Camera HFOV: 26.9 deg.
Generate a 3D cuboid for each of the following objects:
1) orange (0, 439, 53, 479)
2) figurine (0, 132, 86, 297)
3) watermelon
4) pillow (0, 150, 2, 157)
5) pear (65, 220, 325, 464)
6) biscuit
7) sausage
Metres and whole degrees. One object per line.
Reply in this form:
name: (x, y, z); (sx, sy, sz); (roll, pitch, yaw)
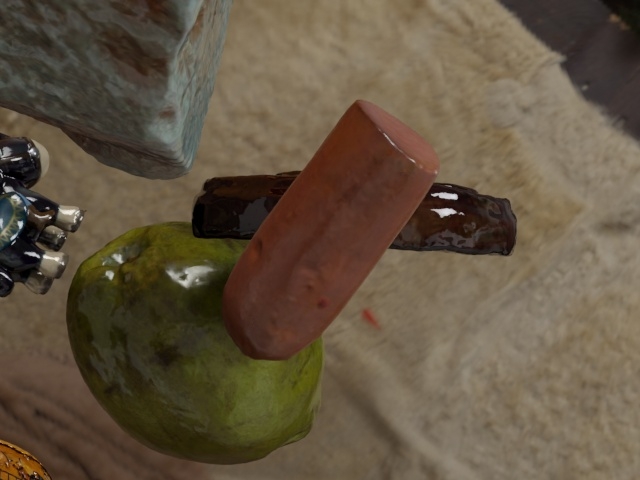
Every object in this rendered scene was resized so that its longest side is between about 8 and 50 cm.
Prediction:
orange: (-0.393, 0.325, 1.455); (0.182, 0.234, 0.234); (17, 105, 30)
figurine: (-0.569, -0.053, 2.068); (0.241, 0.411, 0.306); (-24, 72, 57)
watermelon: (-0.119, -0.140, 0.615); (0.387, 0.228, 0.258); (-11, 123, 40)
pillow: (-0.366, -0.073, 1.122); (0.144, 0.254, 0.078); (30, 69, -20)
pear: (-0.169, 0.145, 1.942); (0.352, 0.352, 0.413); (-27, 124, 20)
biscuit: (0.043, -0.034, 1.651); (0.407, 0.407, 0.091); (3, 90, 17)
sausage: (0.000, 0.000, 1.216); (0.113, 0.113, 0.259); (39, 112, 7)
